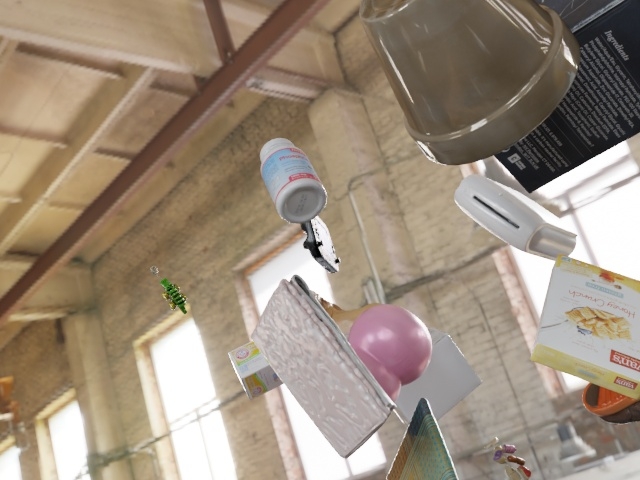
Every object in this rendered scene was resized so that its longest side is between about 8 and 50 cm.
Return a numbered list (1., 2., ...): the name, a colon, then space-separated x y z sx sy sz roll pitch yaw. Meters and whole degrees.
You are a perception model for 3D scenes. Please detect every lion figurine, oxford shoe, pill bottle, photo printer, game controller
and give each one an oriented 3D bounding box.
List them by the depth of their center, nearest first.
1. pill bottle: -0.052 -0.107 1.416 0.087 0.160 0.087 -12 -49 -14
2. oxford shoe: 0.801 0.334 1.923 0.133 0.129 0.364 39 -47 -25
3. photo printer: 0.489 -0.057 2.092 0.308 0.256 0.107 12 -66 -55
4. lion figurine: 0.088 0.245 2.388 0.393 0.240 0.142 -3 -33 15
5. game controller: 0.000 0.000 2.549 0.067 0.166 0.319 -9 -14 10

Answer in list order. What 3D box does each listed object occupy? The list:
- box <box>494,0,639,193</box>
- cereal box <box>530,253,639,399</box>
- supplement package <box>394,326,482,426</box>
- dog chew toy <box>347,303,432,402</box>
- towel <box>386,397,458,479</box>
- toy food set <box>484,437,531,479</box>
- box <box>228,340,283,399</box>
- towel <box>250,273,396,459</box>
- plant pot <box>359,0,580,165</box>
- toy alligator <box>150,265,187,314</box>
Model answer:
1. box: 0.535 -0.435 1.727 0.472 0.479 0.297 -32 -58 31
2. cereal box: 0.446 0.132 1.340 0.173 0.240 0.047 19 -50 10
3. supplement package: 0.330 0.437 2.598 0.262 0.204 0.145 -38 11 -9
4. dog chew toy: 0.117 0.314 1.972 0.331 0.207 0.206 -51 -12 -18
5. towel: 0.225 0.547 1.702 0.040 0.370 0.271 8 -57 -16
6. toy food set: 0.432 0.496 1.869 0.078 0.122 0.019 -20 -33 -48
7. box: -0.137 0.335 2.314 0.203 0.114 0.103 -26 -47 -12
8. towel: -0.004 0.257 1.637 0.053 0.331 0.317 -30 -16 -28
9. plant pot: 0.219 -0.334 1.384 0.323 0.323 0.280 -29 -55 29
10. toy alligator: -0.481 0.159 2.658 0.056 0.189 0.051 -39 12 -28
